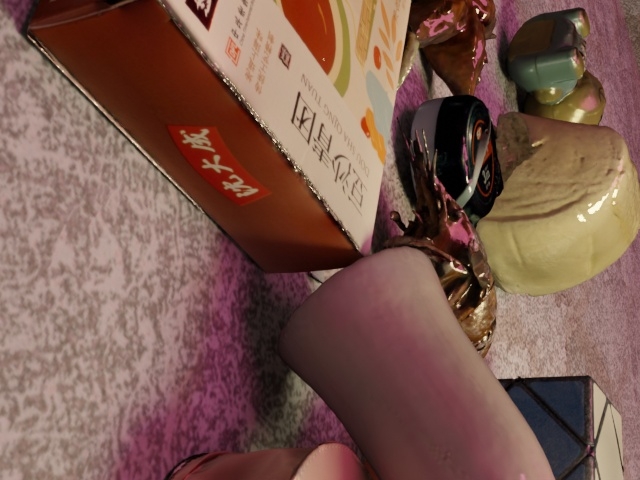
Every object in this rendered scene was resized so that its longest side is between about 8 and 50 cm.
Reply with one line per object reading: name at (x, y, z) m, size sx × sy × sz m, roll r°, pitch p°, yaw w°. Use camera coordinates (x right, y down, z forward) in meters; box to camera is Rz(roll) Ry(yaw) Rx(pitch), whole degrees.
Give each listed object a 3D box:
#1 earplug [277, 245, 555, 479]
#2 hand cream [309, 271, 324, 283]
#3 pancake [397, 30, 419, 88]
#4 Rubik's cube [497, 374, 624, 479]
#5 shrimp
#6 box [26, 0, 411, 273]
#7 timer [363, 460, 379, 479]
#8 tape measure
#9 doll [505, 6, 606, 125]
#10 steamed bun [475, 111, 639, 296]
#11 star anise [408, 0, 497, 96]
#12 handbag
earplug at (0.105, 0.173, 0.777) m, size 0.172 × 0.172 × 0.301 m, roll 27°, pitch 25°, yaw -57°
hand cream at (0.000, 0.000, 0.957) m, size 0.030 × 0.019 × 0.093 m, roll 33°, pitch 62°, yaw -57°
pancake at (0.060, -0.180, 0.983) m, size 0.022 × 0.129 × 0.116 m, roll 39°, pitch 28°, yaw -25°
Rubik's cube at (0.306, 0.316, 1.246) m, size 0.207 × 0.205 × 0.205 m, roll 38°, pitch 52°, yaw -51°
shrimp at (0.133, 0.019, 1.080) m, size 0.116 × 0.145 × 0.343 m, roll -95°, pitch 172°, yaw -68°
box at (-0.047, -0.222, 0.803) m, size 0.344 × 0.122 × 0.385 m, roll 50°, pitch 43°, yaw -46°
timer at (0.137, 0.308, 0.907) m, size 0.229 × 0.229 × 0.215 m, roll -23°, pitch 95°, yaw -61°
tape measure at (0.186, -0.111, 1.226) m, size 0.182 × 0.107 × 0.181 m, roll -44°, pitch 125°, yaw -56°
doll at (0.461, -0.297, 1.716) m, size 0.261 × 0.161 × 0.177 m, roll 55°, pitch 41°, yaw -42°
steamed bun at (0.383, -0.039, 1.469) m, size 0.290 × 0.273 × 0.272 m, roll 36°, pitch 69°, yaw -49°
star anise at (0.196, -0.368, 1.305) m, size 0.350 × 0.108 × 0.293 m, roll -65°, pitch 143°, yaw -46°
handbag at (-0.037, 0.256, 0.720) m, size 0.205 × 0.116 × 0.179 m, roll 53°, pitch 41°, yaw -44°
